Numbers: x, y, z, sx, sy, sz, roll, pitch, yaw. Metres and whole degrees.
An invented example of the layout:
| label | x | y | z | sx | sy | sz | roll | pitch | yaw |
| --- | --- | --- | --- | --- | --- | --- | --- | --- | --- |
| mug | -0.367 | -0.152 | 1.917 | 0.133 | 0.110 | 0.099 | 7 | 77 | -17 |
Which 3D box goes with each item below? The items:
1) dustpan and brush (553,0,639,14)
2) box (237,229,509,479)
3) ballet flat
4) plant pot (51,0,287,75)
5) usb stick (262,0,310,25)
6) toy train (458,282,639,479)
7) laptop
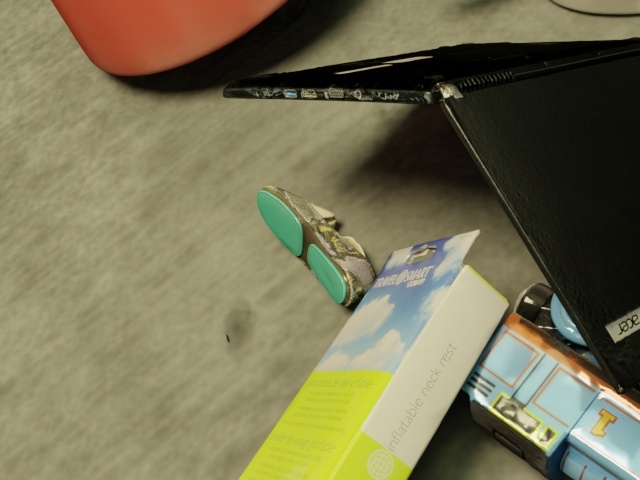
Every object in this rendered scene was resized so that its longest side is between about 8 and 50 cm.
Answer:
| label | x | y | z | sx | sy | sz | roll | pitch | yaw |
| --- | --- | --- | --- | --- | --- | --- | --- | --- | --- |
| dustpan and brush | 0.179 | -0.215 | 0.687 | 0.211 | 0.060 | 0.147 | -19 | 54 | 4 |
| box | 0.031 | 0.080 | 0.509 | 0.178 | 0.042 | 0.109 | -55 | 15 | -20 |
| ballet flat | 0.000 | 0.000 | 0.616 | 0.041 | 0.041 | 0.114 | -36 | 55 | -8 |
| plant pot | -0.142 | -0.304 | 0.693 | 0.275 | 0.243 | 0.275 | -20 | 45 | 21 |
| usb stick | 0.005 | -0.299 | 0.807 | 0.077 | 0.045 | 0.278 | 18 | 64 | 19 |
| toy train | 0.166 | 0.095 | 0.476 | 0.184 | 0.080 | 0.105 | 35 | 81 | 30 |
| laptop | 0.118 | -0.042 | 0.543 | 0.234 | 0.136 | 0.264 | -18 | 19 | -40 |
